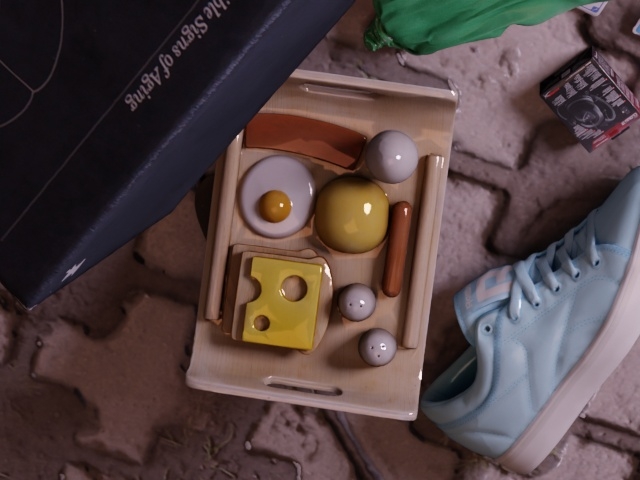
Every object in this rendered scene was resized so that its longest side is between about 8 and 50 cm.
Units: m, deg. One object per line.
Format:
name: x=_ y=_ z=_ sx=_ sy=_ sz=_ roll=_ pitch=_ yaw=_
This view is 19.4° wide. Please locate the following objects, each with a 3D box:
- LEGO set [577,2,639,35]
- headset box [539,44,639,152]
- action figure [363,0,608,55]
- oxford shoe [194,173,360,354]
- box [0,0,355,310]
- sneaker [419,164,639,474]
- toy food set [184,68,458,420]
LEGO set: x=0.326 y=-0.250 z=1.631 sx=0.244 sy=0.060 sz=0.182 roll=24 pitch=135 yaw=-5
headset box: x=0.249 y=-0.126 z=1.708 sx=0.062 sy=0.032 sz=0.083 roll=-37 pitch=109 yaw=23
action figure: x=0.130 y=-0.223 z=1.645 sx=0.232 sy=0.063 sz=0.137 roll=-24 pitch=115 yaw=31
oxford shoe: x=-0.044 y=0.024 z=1.808 sx=0.076 sy=0.076 sz=0.212 roll=-40 pitch=91 yaw=5
box: x=-0.205 y=-0.296 z=1.468 sx=0.472 sy=0.297 sz=0.480 roll=45 pitch=116 yaw=3
sneaker: x=0.208 y=0.065 z=1.759 sx=0.150 sy=0.135 sz=0.366 roll=23 pitch=118 yaw=-9
toy food set: x=0.000 y=0.000 z=1.722 sx=0.219 sy=0.092 sz=0.306 roll=8 pitch=92 yaw=2
